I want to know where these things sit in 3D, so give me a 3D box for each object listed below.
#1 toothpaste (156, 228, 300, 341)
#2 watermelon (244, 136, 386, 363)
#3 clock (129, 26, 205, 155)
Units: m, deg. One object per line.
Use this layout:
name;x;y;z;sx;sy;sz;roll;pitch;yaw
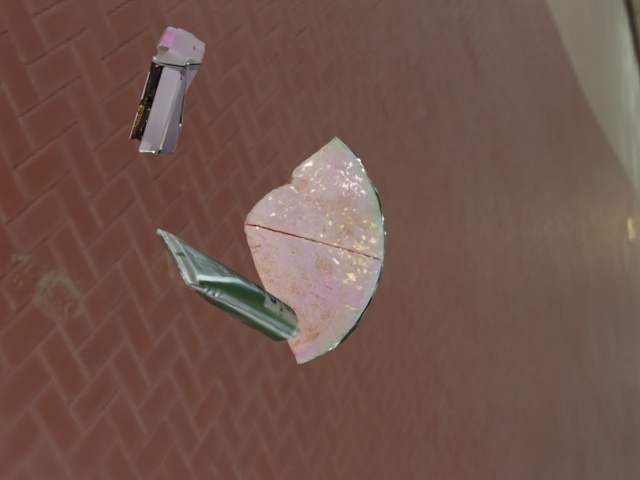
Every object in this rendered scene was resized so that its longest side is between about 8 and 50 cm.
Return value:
toothpaste;-0.118;0.085;1.280;0.099;0.061;0.392;55;7;30
watermelon;0.014;0.015;1.650;0.319;0.292;0.222;58;9;1
clock;-0.274;-0.273;1.590;0.253;0.083;0.187;-101;-150;-66
